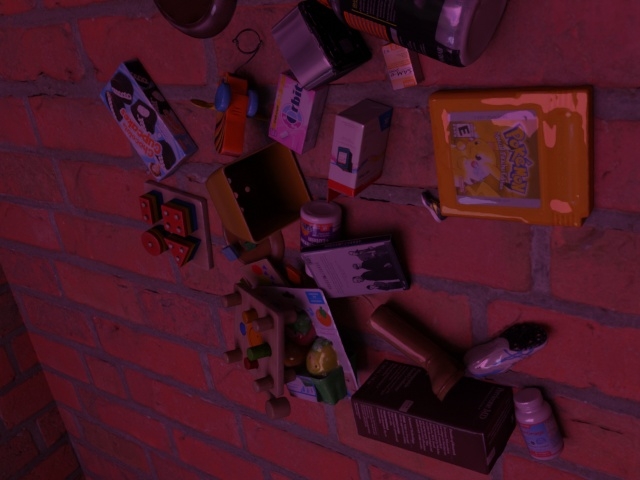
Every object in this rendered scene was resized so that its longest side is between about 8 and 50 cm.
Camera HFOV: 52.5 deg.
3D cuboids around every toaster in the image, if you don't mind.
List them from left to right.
[{"bbox_3d":[0.002,-0.426,1.403,0.110,0.186,0.168,-26,98,40],"label":"toaster"}]

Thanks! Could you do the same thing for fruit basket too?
[{"bbox_3d":[-0.051,0.295,1.858,0.327,0.165,0.353,-1,119,49],"label":"fruit basket"}]

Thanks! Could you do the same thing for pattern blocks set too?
[{"bbox_3d":[-0.148,0.131,1.935,0.285,0.026,0.324,-8,121,41],"label":"pattern blocks set"}]

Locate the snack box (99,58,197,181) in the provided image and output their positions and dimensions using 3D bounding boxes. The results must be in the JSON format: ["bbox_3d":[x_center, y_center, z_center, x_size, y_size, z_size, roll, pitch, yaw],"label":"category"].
[{"bbox_3d":[-0.519,-0.355,1.945,0.187,0.060,0.322,-31,94,45],"label":"snack box"}]

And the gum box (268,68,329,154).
[{"bbox_3d":[-0.057,-0.313,1.601,0.107,0.062,0.188,32,131,20],"label":"gum box"}]

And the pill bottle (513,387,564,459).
[{"bbox_3d":[0.525,0.442,1.572,0.087,0.087,0.160,-12,107,42],"label":"pill bottle"}]

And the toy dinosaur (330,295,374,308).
[{"bbox_3d":[0.078,0.137,1.784,0.183,0.053,0.092,4,133,45],"label":"toy dinosaur"}]

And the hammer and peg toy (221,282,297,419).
[{"bbox_3d":[-0.182,0.323,1.840,0.266,0.127,0.361,27,122,51],"label":"hammer and peg toy"}]

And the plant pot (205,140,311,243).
[{"bbox_3d":[-0.182,-0.126,1.727,0.187,0.212,0.212,-3,114,54],"label":"plant pot"}]

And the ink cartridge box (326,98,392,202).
[{"bbox_3d":[0.088,-0.194,1.507,0.078,0.134,0.231,25,129,24],"label":"ink cartridge box"}]

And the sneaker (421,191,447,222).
[{"bbox_3d":[0.267,-0.082,1.509,0.035,0.031,0.083,-34,96,31],"label":"sneaker"}]

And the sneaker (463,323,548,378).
[{"bbox_3d":[0.448,0.266,1.542,0.086,0.085,0.237,37,137,-17],"label":"sneaker"}]

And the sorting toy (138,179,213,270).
[{"bbox_3d":[-0.479,-0.035,2.084,0.257,0.089,0.255,19,126,29],"label":"sorting toy"}]

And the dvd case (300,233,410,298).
[{"bbox_3d":[0.091,0.071,1.651,0.239,0.029,0.179,-8,131,22],"label":"dvd case"}]

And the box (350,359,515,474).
[{"bbox_3d":[0.289,0.449,1.693,0.382,0.191,0.143,7,119,35],"label":"box"}]

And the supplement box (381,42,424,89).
[{"bbox_3d":[0.177,-0.380,1.394,0.062,0.036,0.098,-4,113,41],"label":"supplement box"}]

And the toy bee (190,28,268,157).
[{"bbox_3d":[-0.216,-0.360,1.658,0.195,0.298,0.162,32,174,-26],"label":"toy bee"}]

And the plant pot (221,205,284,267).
[{"bbox_3d":[-0.210,-0.009,1.927,0.236,0.032,0.236,20,126,30],"label":"plant pot"}]

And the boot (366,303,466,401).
[{"bbox_3d":[0.228,0.274,1.623,0.269,0.236,0.089,37,97,13],"label":"boot"}]

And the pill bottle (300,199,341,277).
[{"bbox_3d":[0.000,0.000,1.711,0.108,0.108,0.193,20,126,28],"label":"pill bottle"}]

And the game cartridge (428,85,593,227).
[{"bbox_3d":[0.390,-0.171,1.340,0.324,0.053,0.285,7,120,37],"label":"game cartridge"}]

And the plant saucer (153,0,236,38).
[{"bbox_3d":[-0.340,-0.662,1.631,0.311,0.050,0.310,19,125,30],"label":"plant saucer"}]

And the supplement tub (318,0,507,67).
[{"bbox_3d":[0.164,-0.477,1.227,0.338,0.207,0.207,29,130,22],"label":"supplement tub"}]
